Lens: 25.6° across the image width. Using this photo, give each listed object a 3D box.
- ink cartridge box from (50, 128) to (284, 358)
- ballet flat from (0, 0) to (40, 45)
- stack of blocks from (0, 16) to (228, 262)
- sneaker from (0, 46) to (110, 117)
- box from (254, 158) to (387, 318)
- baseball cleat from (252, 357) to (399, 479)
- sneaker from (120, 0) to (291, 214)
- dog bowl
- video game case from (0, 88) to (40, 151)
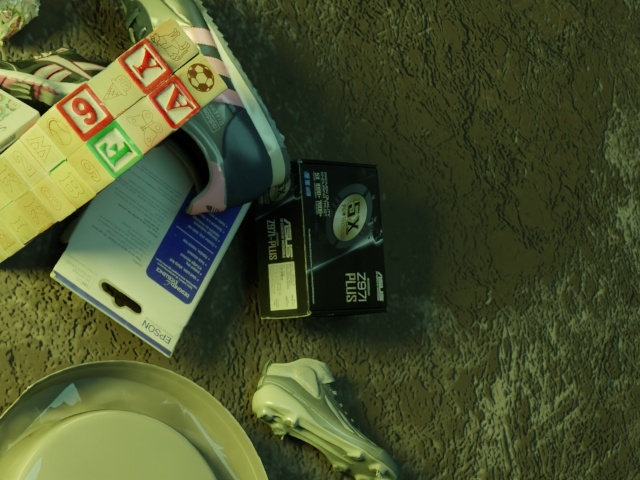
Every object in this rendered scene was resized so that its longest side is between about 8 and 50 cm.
[{"bbox_3d":[-0.176,-0.036,1.590,0.165,0.065,0.333,39,55,-18],"label":"ink cartridge box"},{"bbox_3d":[-0.414,-0.292,1.508,0.241,0.091,0.077,30,81,-18],"label":"ballet flat"},{"bbox_3d":[-0.243,-0.092,1.415,0.087,0.297,0.171,52,52,-9],"label":"stack of blocks"},{"bbox_3d":[-0.303,-0.179,1.560,0.178,0.072,0.077,10,56,-40],"label":"sneaker"},{"bbox_3d":[0.000,0.000,1.649,0.147,0.077,0.180,2,83,-50],"label":"box"},{"bbox_3d":[0.017,0.204,1.634,0.206,0.072,0.109,35,50,-24],"label":"baseball cleat"},{"bbox_3d":[-0.164,-0.175,1.546,0.131,0.112,0.319,-31,83,-21],"label":"sneaker"},{"bbox_3d":[-0.215,0.300,1.419,0.348,0.102,0.349,12,67,-30],"label":"dog bowl"},{"bbox_3d":[-0.394,-0.125,1.445,0.157,0.019,0.143,30,51,20],"label":"video game case"}]
